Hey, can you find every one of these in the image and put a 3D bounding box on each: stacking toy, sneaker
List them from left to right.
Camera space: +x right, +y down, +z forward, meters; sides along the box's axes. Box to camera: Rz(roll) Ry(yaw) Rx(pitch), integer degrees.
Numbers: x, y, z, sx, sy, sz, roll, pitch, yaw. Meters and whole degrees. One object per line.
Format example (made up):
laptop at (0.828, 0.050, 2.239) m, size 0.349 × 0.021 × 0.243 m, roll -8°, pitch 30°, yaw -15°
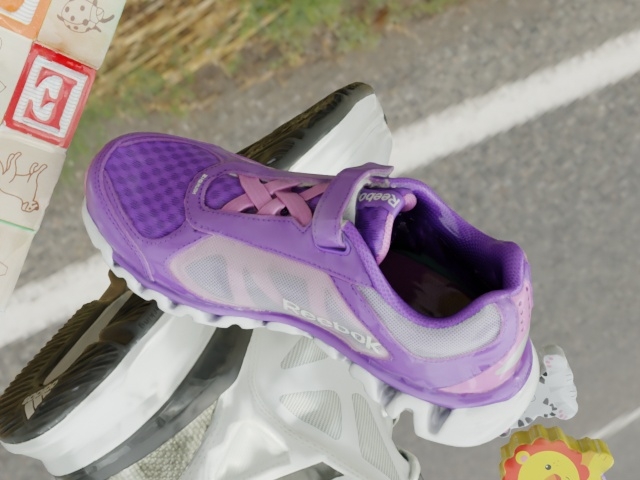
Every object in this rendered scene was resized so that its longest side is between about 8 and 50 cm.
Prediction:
sneaker at (-0.014, 0.084, 0.953) m, size 0.169 × 0.257 × 0.447 m, roll -29°, pitch -165°, yaw 34°
sneaker at (0.000, 0.000, 0.661) m, size 0.095 × 0.236 × 0.104 m, roll -59°, pitch 169°, yaw -32°
stacking toy at (0.124, 0.169, 0.688) m, size 0.052 × 0.221 × 0.167 m, roll -14°, pitch -170°, yaw 6°

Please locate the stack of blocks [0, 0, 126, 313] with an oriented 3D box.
stack of blocks at (-0.240, -0.088, 0.602) m, size 0.297 × 0.087 × 0.171 m, roll 22°, pitch 90°, yaw -48°
